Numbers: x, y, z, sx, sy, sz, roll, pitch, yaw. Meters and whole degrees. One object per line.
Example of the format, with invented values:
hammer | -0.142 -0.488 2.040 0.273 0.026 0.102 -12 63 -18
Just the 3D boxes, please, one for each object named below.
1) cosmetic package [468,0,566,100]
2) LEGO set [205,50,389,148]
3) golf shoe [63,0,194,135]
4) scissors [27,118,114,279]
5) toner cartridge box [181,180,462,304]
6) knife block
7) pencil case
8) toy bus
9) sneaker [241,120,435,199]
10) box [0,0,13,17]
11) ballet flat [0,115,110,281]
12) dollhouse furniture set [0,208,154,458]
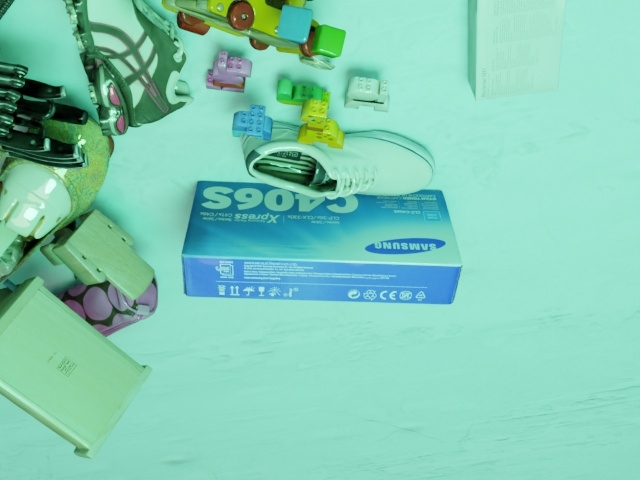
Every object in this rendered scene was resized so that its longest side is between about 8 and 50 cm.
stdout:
cosmetic package | 0.214 -0.277 0.744 0.099 0.060 0.238 -7 130 3
LEGO set | -0.027 -0.161 0.790 0.228 0.086 0.093 6 168 -3
golf shoe | -0.211 -0.232 0.738 0.120 0.105 0.272 -15 153 -13
scissors | -0.365 -0.059 0.949 0.109 0.021 0.297 17 129 -15
toner cartridge box | 0.000 0.000 0.908 0.348 0.165 0.075 2 130 -3
knife block | -0.410 -0.146 0.783 0.276 0.088 0.242 0 163 45
pencil case | -0.347 0.113 1.040 0.209 0.098 0.095 -27 143 21
toy bus | -0.062 -0.262 0.720 0.191 0.202 0.104 14 98 -3
sneaker | 0.025 -0.089 0.880 0.258 0.091 0.094 5 130 -5
box | -0.423 -0.341 0.680 0.216 0.060 0.270 -35 122 26
ballet flat | -0.397 -0.031 0.888 0.349 0.123 0.123 -34 123 31
dollhouse furniture set | -0.395 0.146 0.970 0.304 0.286 0.198 -13 128 47
